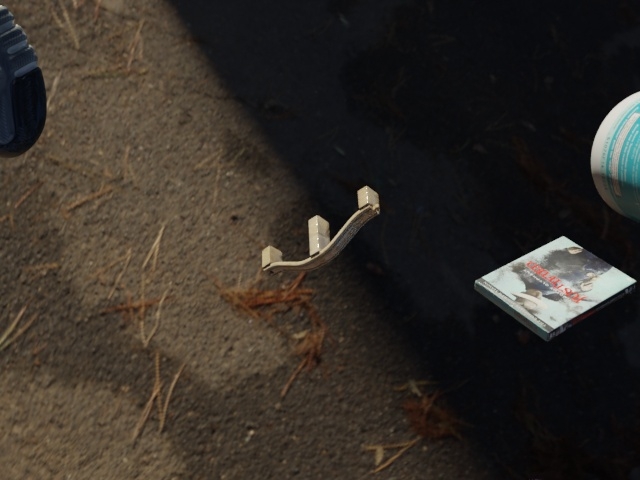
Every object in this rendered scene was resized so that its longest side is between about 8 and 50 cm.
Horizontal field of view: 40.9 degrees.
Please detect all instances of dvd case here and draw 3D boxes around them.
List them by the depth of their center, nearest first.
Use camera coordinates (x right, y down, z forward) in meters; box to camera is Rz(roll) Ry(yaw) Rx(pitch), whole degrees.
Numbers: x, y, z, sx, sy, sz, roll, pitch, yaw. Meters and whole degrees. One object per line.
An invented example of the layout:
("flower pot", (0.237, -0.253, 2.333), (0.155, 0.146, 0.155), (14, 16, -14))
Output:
("dvd case", (0.210, 0.040, 0.768), (0.119, 0.013, 0.087), (-23, 43, -28))

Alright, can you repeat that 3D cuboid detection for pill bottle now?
("pill bottle", (0.382, -0.063, 0.815), (0.146, 0.146, 0.264), (23, 9, -16))

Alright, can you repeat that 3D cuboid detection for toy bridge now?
("toy bridge", (0.000, 0.000, 1.074), (0.026, 0.188, 0.063), (33, 40, -36))

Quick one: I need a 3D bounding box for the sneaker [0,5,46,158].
("sneaker", (-0.313, -0.164, 0.701), (0.086, 0.132, 0.229), (-34, 103, -38))
